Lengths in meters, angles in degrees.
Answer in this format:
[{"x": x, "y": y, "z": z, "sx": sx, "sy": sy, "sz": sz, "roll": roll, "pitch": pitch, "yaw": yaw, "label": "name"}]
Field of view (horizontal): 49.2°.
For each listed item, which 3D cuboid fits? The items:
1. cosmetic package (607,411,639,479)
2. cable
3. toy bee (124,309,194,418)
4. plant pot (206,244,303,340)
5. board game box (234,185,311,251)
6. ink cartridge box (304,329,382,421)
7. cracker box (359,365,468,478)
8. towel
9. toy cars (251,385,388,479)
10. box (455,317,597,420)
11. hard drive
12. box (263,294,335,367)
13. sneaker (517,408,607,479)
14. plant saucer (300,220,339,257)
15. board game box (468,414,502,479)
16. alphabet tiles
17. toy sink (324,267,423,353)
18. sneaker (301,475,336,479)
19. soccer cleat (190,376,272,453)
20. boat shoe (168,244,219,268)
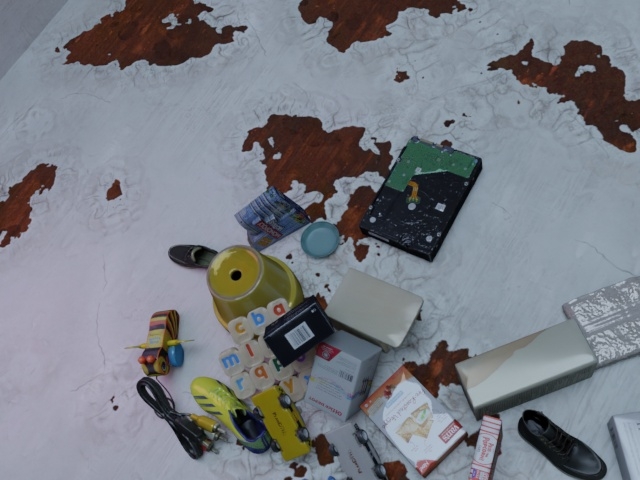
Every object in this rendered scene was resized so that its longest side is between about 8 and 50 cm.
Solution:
[{"x": 0.829, "y": 0.556, "z": 1.529, "sx": 0.284, "sy": 0.097, "sz": 0.378, "roll": -10, "pitch": 62, "yaw": 7, "label": "cosmetic package"}, {"x": -0.378, "y": 0.477, "z": 1.883, "sx": 0.287, "sy": 0.140, "sz": 0.072, "roll": 35, "pitch": 35, "yaw": 18, "label": "cable"}, {"x": -0.444, "y": 0.317, "z": 1.958, "sx": 0.195, "sy": 0.162, "sz": 0.298, "roll": -26, "pitch": 61, "yaw": 0, "label": "toy bee"}, {"x": -0.198, "y": 0.135, "z": 1.935, "sx": 0.253, "sy": 0.239, "sz": 0.254, "roll": -6, "pitch": 64, "yaw": 13, "label": "plant pot"}, {"x": -0.157, "y": -0.050, "z": 2.067, "sx": 0.194, "sy": 0.194, "sz": 0.060, "roll": -37, "pitch": 59, "yaw": 12, "label": "board game box"}, {"x": 0.057, "y": 0.343, "z": 1.785, "sx": 0.128, "sy": 0.127, "sz": 0.176, "roll": 22, "pitch": 107, "yaw": 24, "label": "ink cartridge box"}, {"x": 0.233, "y": 0.453, "z": 1.757, "sx": 0.155, "sy": 0.067, "sz": 0.232, "roll": -43, "pitch": 62, "yaw": -7, "label": "cracker box"}, {"x": 0.775, "y": 0.195, "z": 1.746, "sx": 0.282, "sy": 0.049, "sz": 0.187, "roll": -21, "pitch": 60, "yaw": 5, "label": "towel"}, {"x": 0.004, "y": 0.488, "z": 1.741, "sx": 0.393, "sy": 0.087, "sz": 0.177, "roll": 22, "pitch": 108, "yaw": 16, "label": "toy cars"}, {"x": 0.498, "y": 0.318, "z": 1.708, "sx": 0.311, "sy": 0.148, "sz": 0.121, "roll": -22, "pitch": 60, "yaw": 2, "label": "box"}, {"x": 0.292, "y": -0.127, "z": 2.029, "sx": 0.236, "sy": 0.064, "sz": 0.339, "roll": 23, "pitch": 73, "yaw": 24, "label": "hard drive"}, {"x": -0.054, "y": 0.225, "z": 1.760, "sx": 0.156, "sy": 0.158, "sz": 0.093, "roll": -35, "pitch": 95, "yaw": 0, "label": "box"}, {"x": 0.558, "y": 0.478, "z": 1.625, "sx": 0.222, "sy": 0.118, "sz": 0.083, "roll": 29, "pitch": 75, "yaw": 26, "label": "sneaker"}, {"x": 0.000, "y": 0.000, "z": 2.070, "sx": 0.119, "sy": 0.021, "sz": 0.119, "roll": -7, "pitch": 63, "yaw": 13, "label": "plant saucer"}, {"x": 0.384, "y": 0.499, "z": 1.620, "sx": 0.045, "sy": 0.193, "sz": 0.147, "roll": 12, "pitch": 69, "yaw": 20, "label": "board game box"}, {"x": -0.118, "y": 0.305, "z": 1.858, "sx": 0.284, "sy": 0.021, "sz": 0.278, "roll": -25, "pitch": 101, "yaw": -2, "label": "alphabet tiles"}, {"x": 0.155, "y": 0.199, "z": 1.868, "sx": 0.234, "sy": 0.131, "sz": 0.153, "roll": 21, "pitch": 71, "yaw": 29, "label": "toy sink"}, {"x": -0.050, "y": 0.643, "z": 1.743, "sx": 0.211, "sy": 0.080, "sz": 0.081, "roll": -8, "pitch": 56, "yaw": 0, "label": "sneaker"}, {"x": -0.236, "y": 0.444, "z": 1.851, "sx": 0.289, "sy": 0.121, "sz": 0.093, "roll": 36, "pitch": 61, "yaw": 25, "label": "soccer cleat"}, {"x": -0.369, "y": 0.046, "z": 2.119, "sx": 0.223, "sy": 0.073, "sz": 0.080, "roll": 14, "pitch": 69, "yaw": 21, "label": "boat shoe"}]
